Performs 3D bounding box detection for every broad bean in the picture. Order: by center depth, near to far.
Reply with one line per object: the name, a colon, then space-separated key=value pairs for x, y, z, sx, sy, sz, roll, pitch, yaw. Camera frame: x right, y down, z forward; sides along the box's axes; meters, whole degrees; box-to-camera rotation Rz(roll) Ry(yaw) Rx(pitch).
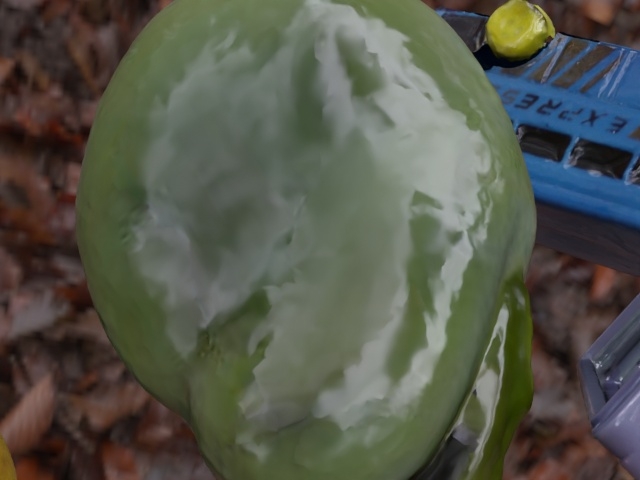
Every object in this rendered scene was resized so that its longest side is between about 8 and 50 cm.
broad bean: x=0.000 y=0.000 z=0.686 sx=0.169 sy=0.100 sz=0.228 roll=-29 pitch=76 yaw=-4

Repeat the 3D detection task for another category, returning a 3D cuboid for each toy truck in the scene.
toy truck: x=0.227 y=-0.067 z=1.439 sx=0.385 sy=0.161 sz=0.162 roll=19 pitch=77 yaw=41

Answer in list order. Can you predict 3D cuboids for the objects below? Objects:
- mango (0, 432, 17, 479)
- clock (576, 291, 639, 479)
mango: x=-0.259 y=0.184 z=0.991 sx=0.130 sy=0.167 sz=0.262 roll=-3 pitch=32 yaw=35
clock: x=0.162 y=0.030 z=0.668 sx=0.073 sy=0.193 sz=0.144 roll=42 pitch=96 yaw=3
